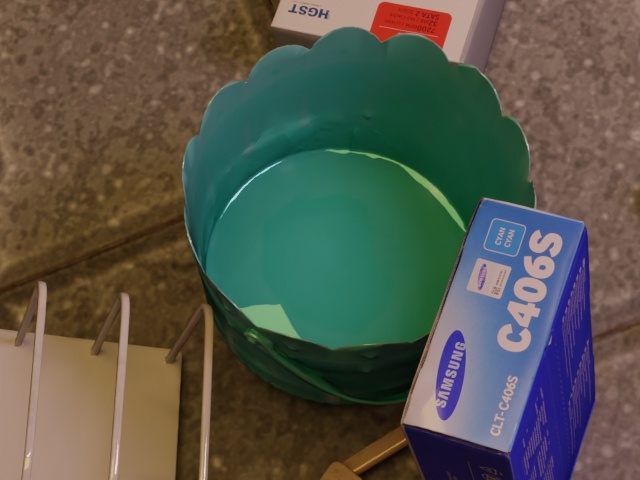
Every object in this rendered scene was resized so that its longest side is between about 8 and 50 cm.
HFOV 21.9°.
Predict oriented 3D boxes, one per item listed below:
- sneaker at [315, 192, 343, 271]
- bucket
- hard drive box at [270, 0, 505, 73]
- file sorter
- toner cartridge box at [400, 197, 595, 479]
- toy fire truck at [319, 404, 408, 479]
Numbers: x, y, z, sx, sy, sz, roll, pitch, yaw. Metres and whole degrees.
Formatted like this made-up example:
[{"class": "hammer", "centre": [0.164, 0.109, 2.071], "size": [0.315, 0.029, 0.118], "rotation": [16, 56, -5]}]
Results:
[{"class": "sneaker", "centre": [0.000, 0.000, 1.433], "size": [0.037, 0.032, 0.083], "rotation": [-27, 61, 15]}, {"class": "bucket", "centre": [0.026, -0.008, 1.313], "size": [0.281, 0.183, 0.281], "rotation": [1, 67, -2]}, {"class": "hard drive box", "centre": [0.080, -0.252, 1.497], "size": [0.181, 0.089, 0.232], "rotation": [12, 69, 15]}, {"class": "file sorter", "centre": [-0.233, 0.137, 1.274], "size": [0.277, 0.173, 0.193], "rotation": [7, 65, -14]}, {"class": "toner cartridge box", "centre": [0.137, 0.120, 1.178], "size": [0.075, 0.348, 0.165], "rotation": [14, 69, 16]}, {"class": "toy fire truck", "centre": [0.035, 0.214, 1.310], "size": [0.192, 0.047, 0.135], "rotation": [-22, 47, 11]}]
